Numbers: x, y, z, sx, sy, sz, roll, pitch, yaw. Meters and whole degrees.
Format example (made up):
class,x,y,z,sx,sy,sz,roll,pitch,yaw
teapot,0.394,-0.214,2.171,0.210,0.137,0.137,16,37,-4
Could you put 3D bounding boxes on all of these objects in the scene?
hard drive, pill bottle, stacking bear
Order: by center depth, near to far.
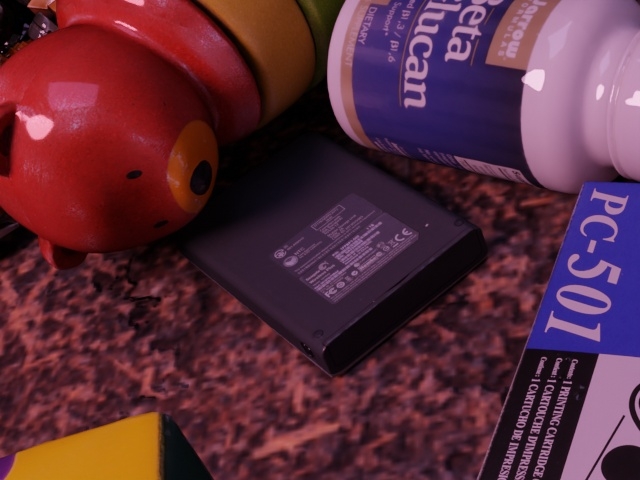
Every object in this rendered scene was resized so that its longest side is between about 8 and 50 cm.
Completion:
class,x,y,z,sx,sy,sz,roll,pitch,yaw
pill bottle,0.094,-0.073,0.598,0.169,0.094,0.094,16,53,38
hard drive,0.000,0.000,0.619,0.094,0.022,0.135,-37,41,-16
stacking bear,-0.059,-0.115,0.658,0.164,0.175,0.289,24,62,22

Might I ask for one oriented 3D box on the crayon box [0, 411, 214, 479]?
class,x,y,z,sx,sy,sz,roll,pitch,yaw
crayon box,-0.190,0.243,0.375,0.363,0.106,0.313,-18,41,9

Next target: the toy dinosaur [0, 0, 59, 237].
class,x,y,z,sx,sy,sz,roll,pitch,yaw
toy dinosaur,-0.172,-0.119,0.779,0.218,0.164,0.322,19,36,22

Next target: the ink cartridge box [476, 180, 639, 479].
class,x,y,z,sx,sy,sz,roll,pitch,yaw
ink cartridge box,0.120,0.064,0.470,0.097,0.046,0.207,3,46,28
